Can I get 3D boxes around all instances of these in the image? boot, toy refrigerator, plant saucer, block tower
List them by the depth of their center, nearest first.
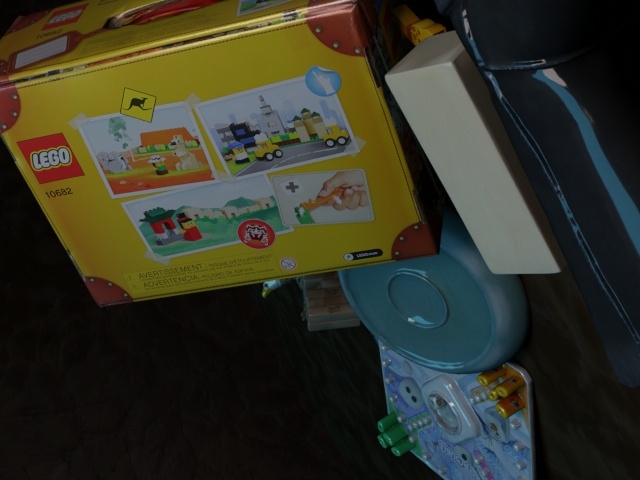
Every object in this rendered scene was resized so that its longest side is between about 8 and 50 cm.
[{"bbox_3d":[0.265,-0.082,0.961,0.367,0.146,0.445,151,95,-86],"label":"boot"},{"bbox_3d":[0.190,-0.096,1.217,0.102,0.094,0.269,-4,124,51],"label":"toy refrigerator"},{"bbox_3d":[0.146,0.076,1.604,0.317,0.044,0.318,24,138,24],"label":"plant saucer"},{"bbox_3d":[0.000,0.000,1.963,0.091,0.097,0.335,90,173,-59],"label":"block tower"}]

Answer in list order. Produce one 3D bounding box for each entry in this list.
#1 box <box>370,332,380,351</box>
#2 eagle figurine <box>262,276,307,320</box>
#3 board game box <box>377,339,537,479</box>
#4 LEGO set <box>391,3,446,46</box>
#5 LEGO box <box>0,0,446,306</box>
[{"bbox_3d":[0.175,0.217,2.040,0.270,0.060,0.216,63,166,-1],"label":"box"},{"bbox_3d":[-0.071,0.018,2.203,0.298,0.225,0.226,52,178,18],"label":"eagle figurine"},{"bbox_3d":[0.207,0.290,1.874,0.390,0.050,0.390,34,142,46],"label":"board game box"},{"bbox_3d":[0.134,-0.231,1.302,0.093,0.087,0.227,54,162,35],"label":"LEGO set"},{"bbox_3d":[-0.123,-0.140,1.435,0.193,0.500,0.372,-77,-28,-50],"label":"LEGO box"}]
